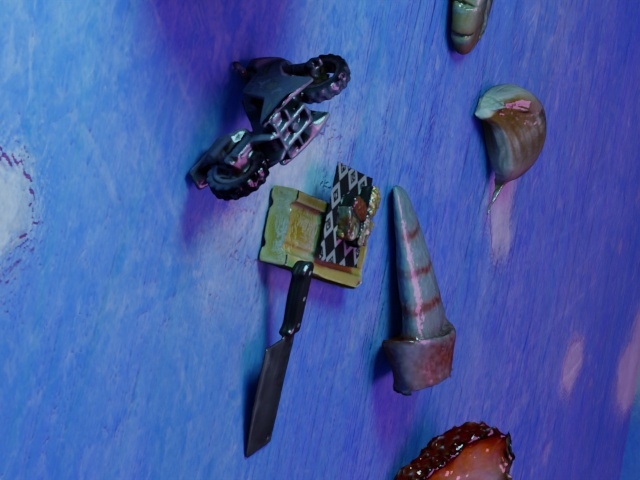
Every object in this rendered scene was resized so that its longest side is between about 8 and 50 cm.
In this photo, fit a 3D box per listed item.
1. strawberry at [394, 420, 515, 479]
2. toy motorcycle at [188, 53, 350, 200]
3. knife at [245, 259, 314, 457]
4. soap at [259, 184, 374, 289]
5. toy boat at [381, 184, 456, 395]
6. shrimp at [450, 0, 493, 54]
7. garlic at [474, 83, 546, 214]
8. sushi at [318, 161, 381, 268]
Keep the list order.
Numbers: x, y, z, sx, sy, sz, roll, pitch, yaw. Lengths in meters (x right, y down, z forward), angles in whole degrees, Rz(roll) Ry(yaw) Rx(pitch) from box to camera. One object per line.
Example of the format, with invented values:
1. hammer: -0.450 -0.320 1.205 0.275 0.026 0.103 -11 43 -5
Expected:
1. strawberry: 0.178 0.349 2.474 0.236 0.111 0.190 -7 117 -42
2. toy motorcycle: -0.064 -0.129 1.753 0.215 0.122 0.080 -51 134 -26
3. knife: -0.050 0.139 1.927 0.072 0.019 0.245 -29 135 -61
4. soap: -0.001 0.000 2.009 0.252 0.037 0.092 21 80 -66
5. toy boat: 0.128 0.054 2.289 0.206 0.096 0.282 -37 119 -66
6. shrimp: 0.239 -0.409 2.362 0.178 0.075 0.289 -34 128 -69
7. garlic: 0.287 -0.152 2.563 0.128 0.090 0.198 -39 141 -35
8. sushi: 0.043 -0.027 2.018 0.126 0.026 0.120 18 82 -66
